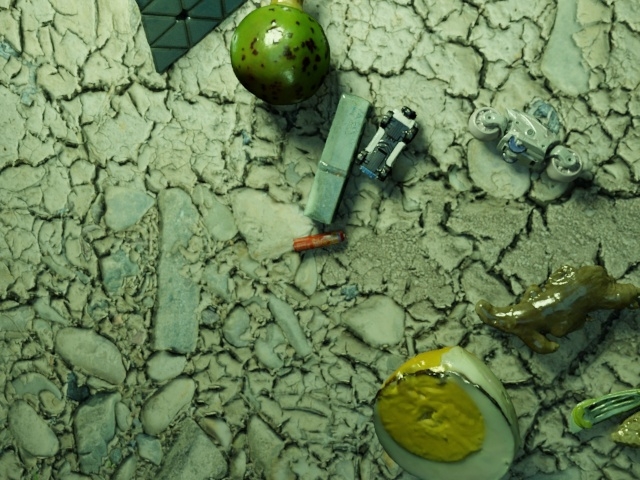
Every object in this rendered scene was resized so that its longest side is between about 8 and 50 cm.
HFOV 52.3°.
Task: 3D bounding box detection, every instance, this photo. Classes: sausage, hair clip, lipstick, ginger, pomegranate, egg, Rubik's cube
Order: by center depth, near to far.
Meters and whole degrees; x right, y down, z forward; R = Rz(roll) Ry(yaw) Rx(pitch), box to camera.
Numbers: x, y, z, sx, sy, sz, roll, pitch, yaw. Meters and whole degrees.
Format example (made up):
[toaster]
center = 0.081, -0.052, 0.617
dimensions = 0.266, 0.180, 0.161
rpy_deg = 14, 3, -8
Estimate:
[pomegranate]
center = -0.085, -0.425, 1.360
dimensions = 0.231, 0.231, 0.286
rpy_deg = 7, 123, 12
[ginger]
center = 0.516, 0.148, 1.409
dimensions = 0.333, 0.080, 0.166
rpy_deg = -25, 81, 12
[egg]
center = 0.293, 0.368, 1.434
dimensions = 0.337, 0.201, 0.337
rpy_deg = 17, 123, 27
[hair clip]
center = 0.636, 0.368, 1.441
dimensions = 0.188, 0.033, 0.060
rpy_deg = -26, 90, 18
[Rubik's cube]
center = -0.334, -0.551, 1.457
dimensions = 0.233, 0.228, 0.229
rpy_deg = 45, 64, -33
[lipstick]
center = 0.039, -0.183, 1.465
dimensions = 0.076, 0.077, 0.290
rpy_deg = 19, 102, 10
[sausage]
center = 0.000, 0.000, 1.528
dimensions = 0.129, 0.034, 0.034
rpy_deg = -10, 97, 15

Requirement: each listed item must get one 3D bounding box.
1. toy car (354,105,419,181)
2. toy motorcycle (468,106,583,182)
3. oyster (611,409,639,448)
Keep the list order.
[toy car]
center = 0.152, -0.216, 1.438
dimensions = 0.080, 0.070, 0.171
rpy_deg = 35, 107, 6
[toy motorcycle]
center = 0.435, -0.212, 1.369
dimensions = 0.254, 0.112, 0.112
rpy_deg = 29, 104, 8
[oyster]
center = 0.789, 0.374, 1.367
dimensions = 0.341, 0.110, 0.166
rpy_deg = -15, 95, 15
